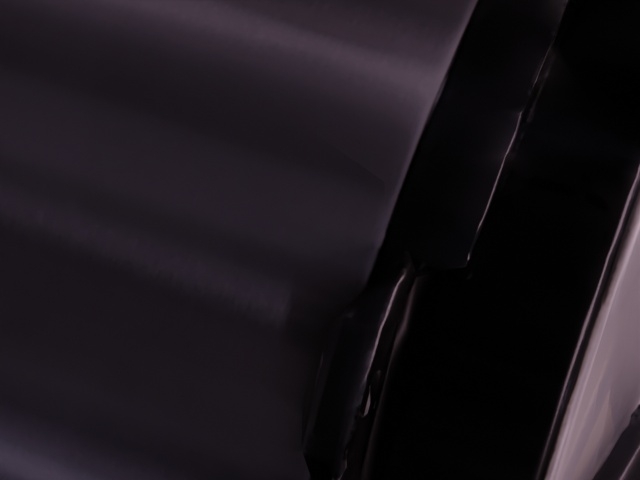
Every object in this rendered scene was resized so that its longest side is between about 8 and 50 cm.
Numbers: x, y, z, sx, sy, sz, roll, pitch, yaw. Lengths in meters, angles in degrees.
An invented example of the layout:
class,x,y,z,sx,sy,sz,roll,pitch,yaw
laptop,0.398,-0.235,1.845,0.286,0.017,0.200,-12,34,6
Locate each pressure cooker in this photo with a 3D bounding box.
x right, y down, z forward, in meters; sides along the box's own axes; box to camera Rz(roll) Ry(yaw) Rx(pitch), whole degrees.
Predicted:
class,x,y,z,sx,sy,sz,roll,pitch,yaw
pressure cooker,0.000,-0.004,0.650,0.375,0.420,0.369,33,75,-74
